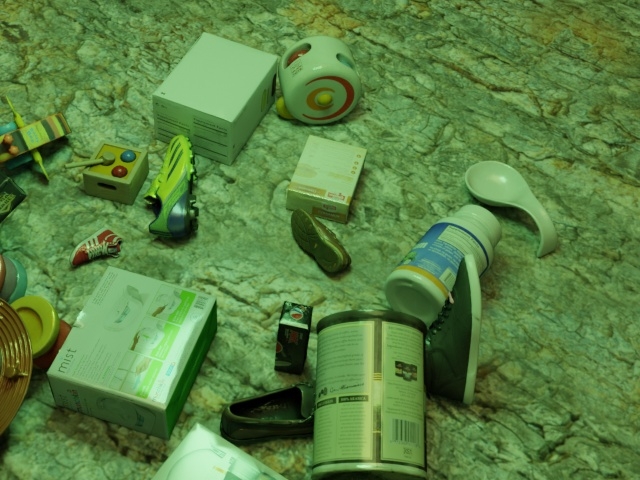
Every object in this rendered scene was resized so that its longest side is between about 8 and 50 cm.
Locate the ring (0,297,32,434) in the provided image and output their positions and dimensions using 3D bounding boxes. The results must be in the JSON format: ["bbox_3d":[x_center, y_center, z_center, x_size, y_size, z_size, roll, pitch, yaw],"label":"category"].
[{"bbox_3d":[-0.674,0.241,1.579,0.336,0.032,0.337,-5,64,10],"label":"ring"}]

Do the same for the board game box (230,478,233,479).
[{"bbox_3d":[-0.164,0.477,1.392,0.092,0.043,0.181,32,56,19],"label":"board game box"}]

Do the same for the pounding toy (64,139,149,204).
[{"bbox_3d":[-0.471,-0.158,1.961,0.141,0.100,0.130,14,50,5],"label":"pounding toy"}]

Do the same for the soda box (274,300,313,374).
[{"bbox_3d":[-0.052,0.188,1.680,0.060,0.169,0.053,11,50,3],"label":"soda box"}]

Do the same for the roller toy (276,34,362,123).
[{"bbox_3d":[-0.003,-0.382,2.137,0.209,0.191,0.146,-5,52,-11],"label":"roller toy"}]

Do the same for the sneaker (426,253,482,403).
[{"bbox_3d":[0.227,0.168,1.680,0.146,0.296,0.104,4,15,6],"label":"sneaker"}]

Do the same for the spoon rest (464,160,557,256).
[{"bbox_3d":[0.441,-0.089,2.019,0.137,0.084,0.276,-24,58,-23],"label":"spoon rest"}]

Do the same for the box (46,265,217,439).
[{"bbox_3d":[-0.345,0.205,1.662,0.231,0.127,0.262,15,51,6],"label":"box"}]

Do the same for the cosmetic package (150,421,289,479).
[{"bbox_3d":[-0.137,0.516,1.453,0.377,0.097,0.284,28,56,16],"label":"cosmetic package"}]

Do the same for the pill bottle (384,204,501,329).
[{"bbox_3d":[0.264,0.046,1.843,0.152,0.152,0.272,31,54,18],"label":"pill bottle"}]

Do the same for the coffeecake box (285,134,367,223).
[{"bbox_3d":[0.015,-0.142,2.023,0.142,0.068,0.185,15,51,6],"label":"coffeecake box"}]

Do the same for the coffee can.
[{"bbox_3d":[0.087,0.282,1.557,0.201,0.201,0.275,4,66,-3],"label":"coffee can"}]

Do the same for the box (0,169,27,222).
[{"bbox_3d":[-0.767,-0.061,1.758,0.295,0.073,0.293,-48,50,-9],"label":"box"}]

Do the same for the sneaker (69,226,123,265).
[{"bbox_3d":[-0.465,0.022,1.852,0.067,0.042,0.118,27,51,20],"label":"sneaker"}]

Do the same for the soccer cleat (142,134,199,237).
[{"bbox_3d":[-0.333,-0.128,1.959,0.121,0.093,0.289,-5,51,-4],"label":"soccer cleat"}]

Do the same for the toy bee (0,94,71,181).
[{"bbox_3d":[-0.661,-0.202,1.938,0.195,0.162,0.298,48,61,-24],"label":"toy bee"}]

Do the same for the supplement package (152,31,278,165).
[{"bbox_3d":[-0.246,-0.341,2.108,0.204,0.145,0.262,20,52,10],"label":"supplement package"}]

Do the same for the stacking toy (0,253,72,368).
[{"bbox_3d":[-0.635,0.181,1.696,0.279,0.130,0.309,-45,62,-5],"label":"stacking toy"}]

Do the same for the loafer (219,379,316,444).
[{"bbox_3d":[-0.053,0.311,1.634,0.267,0.084,0.096,-12,53,-15],"label":"loafer"}]

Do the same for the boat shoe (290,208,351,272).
[{"bbox_3d":[0.000,0.000,1.917,0.060,0.064,0.178,-4,45,-50],"label":"boat shoe"}]
